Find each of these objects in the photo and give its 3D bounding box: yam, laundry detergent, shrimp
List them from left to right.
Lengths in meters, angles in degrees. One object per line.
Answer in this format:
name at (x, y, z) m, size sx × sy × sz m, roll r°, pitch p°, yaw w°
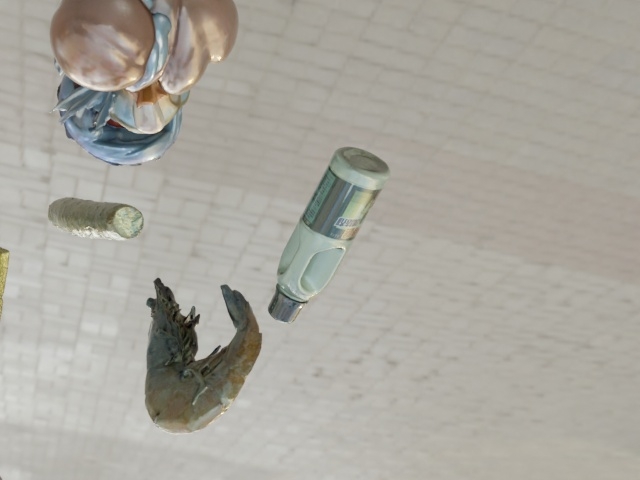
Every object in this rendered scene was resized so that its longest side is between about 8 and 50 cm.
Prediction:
yam at (-0.429, -0.042, 2.178) m, size 0.083 × 0.083 × 0.371 m, roll 19°, pitch 174°, yaw -28°
shrimp at (-0.163, 0.132, 1.570) m, size 0.178 × 0.289 × 0.075 m, roll -26°, pitch 123°, yaw 10°
laundry detergent at (0.000, 0.000, 1.369) m, size 0.070 × 0.225 × 0.099 m, roll 31°, pitch -161°, yaw 5°

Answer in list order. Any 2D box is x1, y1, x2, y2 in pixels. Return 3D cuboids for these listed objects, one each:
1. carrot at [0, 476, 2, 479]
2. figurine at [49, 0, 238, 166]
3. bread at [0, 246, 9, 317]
carrot at (-0.532, 0.410, 1.876) m, size 0.069 × 0.069 × 0.336 m, roll 24°, pitch -179°, yaw -36°
figurine at (-0.247, -0.266, 1.518) m, size 0.248 × 0.276 × 0.388 m, roll 7°, pitch 161°, yaw -22°
bread at (-0.405, 0.046, 1.333) m, size 0.090 × 0.094 × 0.035 m, roll 17°, pitch -168°, yaw 23°
